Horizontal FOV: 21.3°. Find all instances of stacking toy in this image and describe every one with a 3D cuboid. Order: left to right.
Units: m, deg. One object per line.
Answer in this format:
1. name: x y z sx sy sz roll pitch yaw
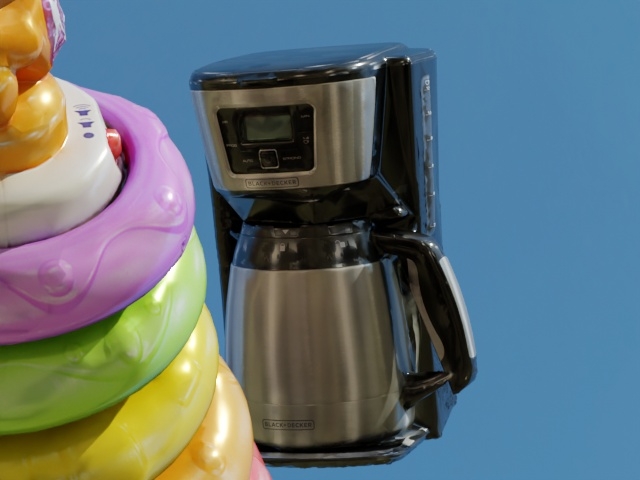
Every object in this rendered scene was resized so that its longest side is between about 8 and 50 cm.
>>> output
1. stacking toy: -0.092 0.013 0.488 0.166 0.175 0.302 -5 -51 -10

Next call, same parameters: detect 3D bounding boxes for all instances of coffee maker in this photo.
1. coffee maker: 0.000 0.000 0.787 0.120 0.171 0.178 -4 -83 -4
